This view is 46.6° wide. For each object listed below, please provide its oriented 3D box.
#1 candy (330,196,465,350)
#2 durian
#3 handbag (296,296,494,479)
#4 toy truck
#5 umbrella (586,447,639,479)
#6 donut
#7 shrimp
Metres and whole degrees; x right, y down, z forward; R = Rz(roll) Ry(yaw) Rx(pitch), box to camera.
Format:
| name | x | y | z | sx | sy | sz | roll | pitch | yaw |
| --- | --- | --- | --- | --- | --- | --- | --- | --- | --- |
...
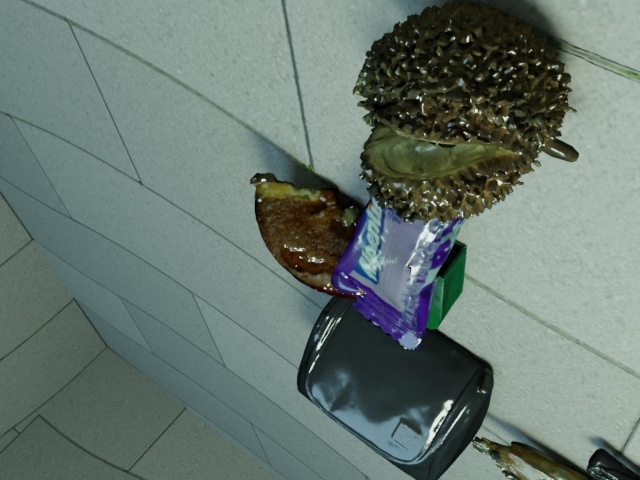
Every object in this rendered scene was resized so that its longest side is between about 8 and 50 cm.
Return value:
| name | x | y | z | sx | sy | sz | roll | pitch | yaw |
| --- | --- | --- | --- | --- | --- | --- | --- | --- | --- |
| candy | 0.099 | -0.010 | 0.843 | 0.145 | 0.070 | 0.275 | 38 | 128 | 27 |
| durian | 0.123 | -0.099 | 0.630 | 0.196 | 0.167 | 0.196 | 19 | 153 | 10 |
| handbag | 0.101 | 0.235 | 1.164 | 0.301 | 0.178 | 0.275 | 35 | 154 | 17 |
| toy truck | 0.137 | 0.054 | 0.958 | 0.079 | 0.065 | 0.147 | 27 | 150 | 23 |
| umbrella | 0.466 | 0.364 | 0.982 | 0.250 | 0.053 | 0.052 | 39 | 145 | 11 |
| donut | -0.011 | 0.001 | 1.023 | 0.186 | 0.144 | 0.126 | 11 | 171 | 7 |
| shrimp | 0.354 | 0.372 | 1.156 | 0.254 | 0.059 | 0.145 | 26 | 166 | 19 |
